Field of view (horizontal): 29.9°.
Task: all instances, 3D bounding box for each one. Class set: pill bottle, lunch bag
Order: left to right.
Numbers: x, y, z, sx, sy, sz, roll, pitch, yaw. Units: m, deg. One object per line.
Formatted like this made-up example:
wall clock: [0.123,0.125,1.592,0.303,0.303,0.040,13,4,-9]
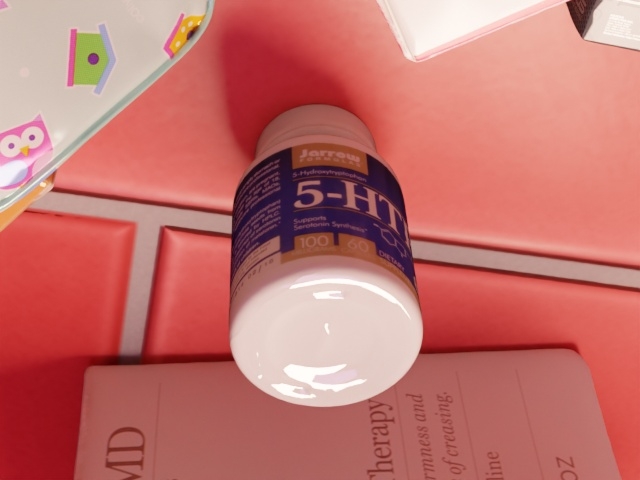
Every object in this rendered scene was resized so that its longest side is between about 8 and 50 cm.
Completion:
lunch bag: [-0.211,-0.159,0.606,0.224,0.108,0.279,-43,123,-6]
pill bottle: [0.000,0.000,0.744,0.112,0.187,0.112,-2,129,-2]

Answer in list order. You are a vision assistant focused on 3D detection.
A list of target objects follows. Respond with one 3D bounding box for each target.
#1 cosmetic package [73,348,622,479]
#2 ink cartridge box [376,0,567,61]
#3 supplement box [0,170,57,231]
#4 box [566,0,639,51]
cosmetic package: [0.020,0.312,0.908,0.393,0.329,0.327,-2,130,-3]
ink cartridge box: [0.092,-0.206,0.551,0.172,0.237,0.100,-21,124,14]
supplement box: [-0.270,-0.098,0.722,0.078,0.080,0.233,-36,124,23]
box: [0.282,-0.186,0.691,0.232,0.059,0.183,8,128,-9]
